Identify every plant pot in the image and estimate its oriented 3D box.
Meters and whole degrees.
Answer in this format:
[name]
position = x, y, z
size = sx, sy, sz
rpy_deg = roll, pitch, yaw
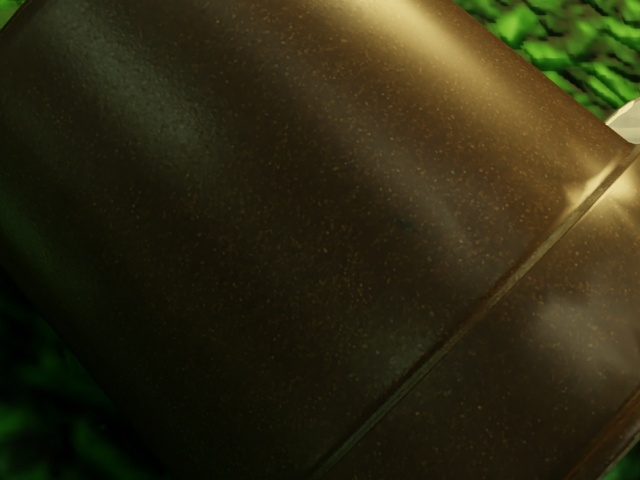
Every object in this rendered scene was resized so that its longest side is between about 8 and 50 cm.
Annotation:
[plant pot]
position = 0.000, 0.000, 0.410
size = 0.165, 0.167, 0.167
rpy_deg = 45, 46, 4

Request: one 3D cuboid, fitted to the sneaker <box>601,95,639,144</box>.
[sneaker]
position = 0.088, -0.003, 0.542
size = 0.152, 0.053, 0.061
rpy_deg = -27, 85, -44
